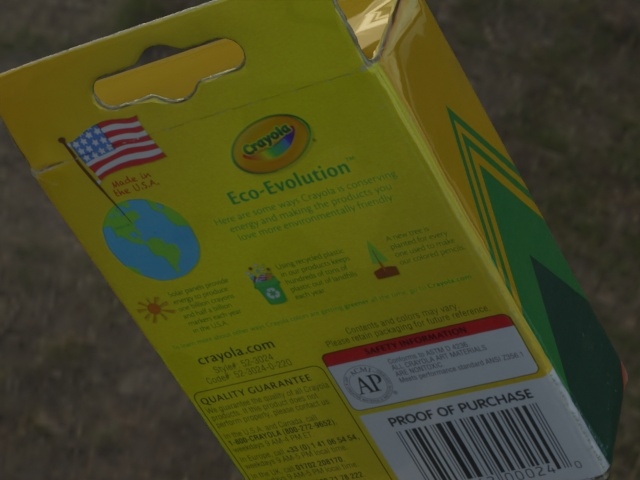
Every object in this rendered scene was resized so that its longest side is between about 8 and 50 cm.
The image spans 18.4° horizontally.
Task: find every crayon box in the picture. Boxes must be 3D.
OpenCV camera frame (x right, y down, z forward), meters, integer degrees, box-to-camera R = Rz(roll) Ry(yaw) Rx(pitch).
[{"bbox_3d":[0.000,0.000,0.998,0.202,0.318,0.081,-14,33,28],"label":"crayon box"}]
